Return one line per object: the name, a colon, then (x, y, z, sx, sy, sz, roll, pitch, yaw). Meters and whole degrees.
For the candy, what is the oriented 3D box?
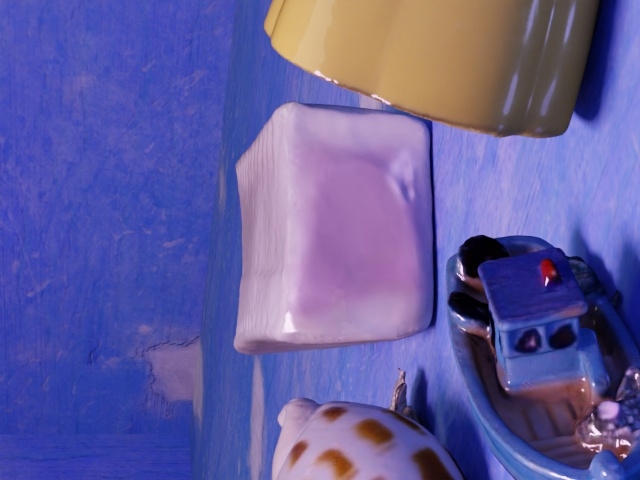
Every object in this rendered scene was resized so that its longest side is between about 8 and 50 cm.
candy: (0.002, 0.003, 1.386, 0.358, 0.145, 0.208, 146, 126, -78)

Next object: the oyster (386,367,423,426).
oyster: (0.066, 0.196, 1.253, 0.108, 0.053, 0.166, -54, 25, 42)

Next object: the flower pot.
flower pot: (0.081, -0.175, 0.860, 0.195, 0.195, 0.179, -112, 38, -67)

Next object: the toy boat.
toy boat: (0.123, 0.061, 0.782, 0.223, 0.100, 0.097, -106, 6, -57)

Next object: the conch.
conch: (0.048, 0.231, 1.072, 0.148, 0.182, 0.275, -33, 63, 44)
